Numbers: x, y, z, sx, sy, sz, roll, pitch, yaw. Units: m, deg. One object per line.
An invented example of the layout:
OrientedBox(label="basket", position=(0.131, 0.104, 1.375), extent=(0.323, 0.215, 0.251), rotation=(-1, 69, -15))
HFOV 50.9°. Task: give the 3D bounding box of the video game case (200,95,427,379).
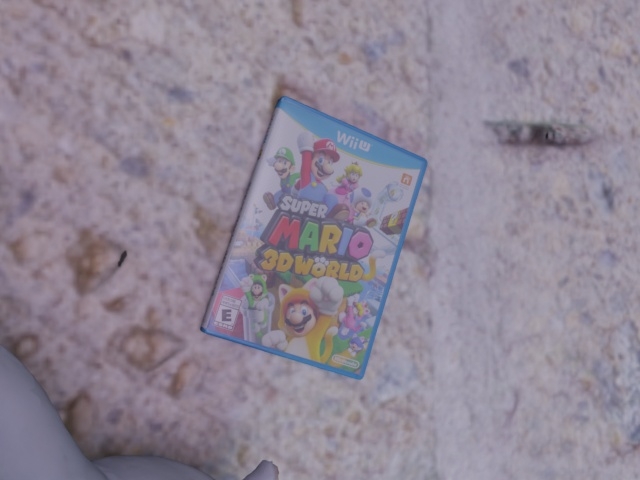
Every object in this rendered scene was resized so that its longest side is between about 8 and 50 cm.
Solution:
OrientedBox(label="video game case", position=(0.000, 0.000, 0.463), extent=(0.119, 0.015, 0.166), rotation=(21, 81, -19))

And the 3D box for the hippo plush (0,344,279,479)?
OrientedBox(label="hippo plush", position=(-0.154, 0.171, 0.320), extent=(0.234, 0.294, 0.236), rotation=(-39, 130, 8))
